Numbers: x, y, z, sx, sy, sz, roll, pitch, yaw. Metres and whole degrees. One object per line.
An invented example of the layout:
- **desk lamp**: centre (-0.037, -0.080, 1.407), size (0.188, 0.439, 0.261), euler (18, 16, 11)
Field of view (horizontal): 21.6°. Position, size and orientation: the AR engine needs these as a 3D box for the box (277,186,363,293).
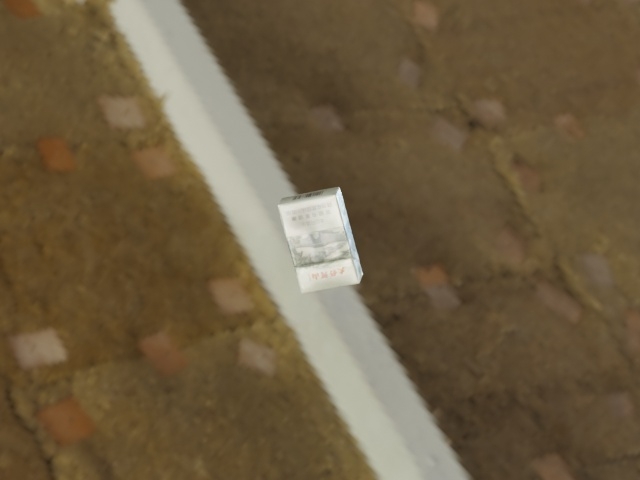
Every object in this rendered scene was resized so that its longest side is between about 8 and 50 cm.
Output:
- **box**: centre (0.000, 0.000, 1.428), size (0.024, 0.054, 0.083), euler (-68, -36, -68)
